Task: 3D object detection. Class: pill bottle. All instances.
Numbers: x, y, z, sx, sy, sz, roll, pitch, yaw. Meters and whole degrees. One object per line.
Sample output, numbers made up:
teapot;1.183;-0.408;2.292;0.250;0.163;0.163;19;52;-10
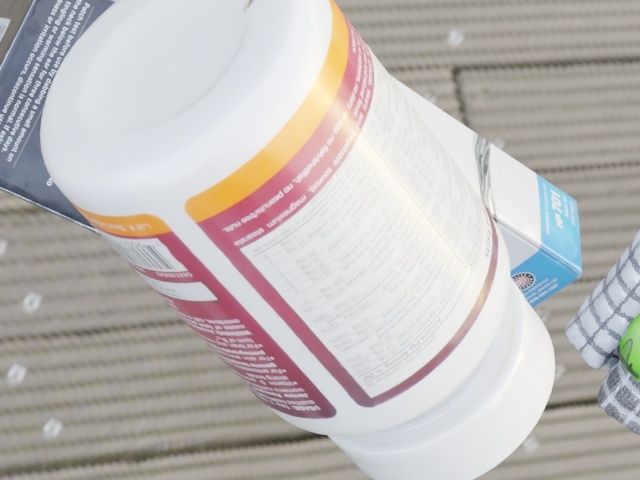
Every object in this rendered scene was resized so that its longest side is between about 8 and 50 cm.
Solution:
pill bottle;0.000;0.000;0.747;0.221;0.121;0.121;50;54;-39

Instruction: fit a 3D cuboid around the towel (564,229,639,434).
towel;0.334;0.024;1.233;0.284;0.235;0.121;2;44;-32

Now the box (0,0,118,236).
box;-0.148;-0.089;1.599;0.294;0.296;0.182;27;91;-17

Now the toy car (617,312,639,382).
toy car;0.263;0.042;0.968;0.225;0.053;0.239;-2;26;-11

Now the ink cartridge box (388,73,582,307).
ink cartridge box;0.070;-0.012;1.358;0.191;0.140;0.082;33;41;-26
